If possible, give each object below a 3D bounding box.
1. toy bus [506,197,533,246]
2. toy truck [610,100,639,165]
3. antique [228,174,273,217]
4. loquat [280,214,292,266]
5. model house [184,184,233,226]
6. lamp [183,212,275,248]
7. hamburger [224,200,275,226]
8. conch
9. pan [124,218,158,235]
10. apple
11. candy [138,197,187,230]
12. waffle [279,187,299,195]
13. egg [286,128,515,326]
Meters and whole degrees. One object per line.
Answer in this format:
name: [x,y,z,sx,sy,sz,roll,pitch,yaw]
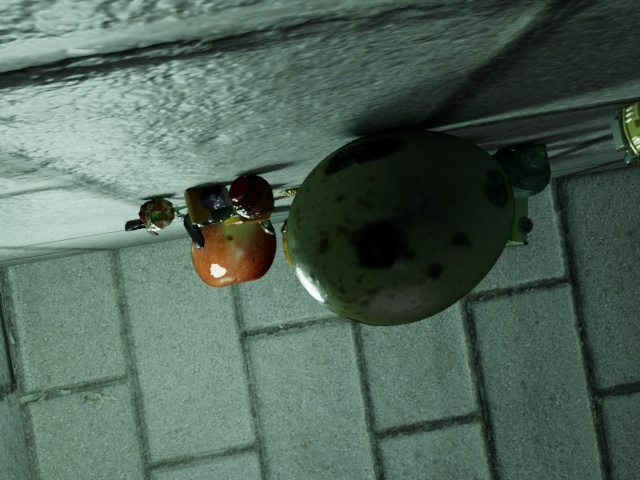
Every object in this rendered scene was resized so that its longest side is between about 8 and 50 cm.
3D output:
toy bus: [0.553,-0.122,2.055,0.165,0.276,0.134,3,175,-18]
toy truck: [0.743,-0.238,1.353,0.272,0.124,0.157,-6,169,-10]
antique: [-0.153,-0.098,1.506,0.104,0.104,0.104,-9,179,0]
loquat: [0.000,0.000,2.610,0.329,0.328,0.328,-9,179,0]
model house: [-0.272,-0.084,1.608,0.101,0.087,0.100,-13,180,7]
lamp: [-0.307,-0.075,2.218,0.283,0.124,0.203,-12,-160,-6]
hamburger: [-0.207,-0.091,1.878,0.137,0.087,0.166,-10,-179,-35]
conch: [0.535,-0.195,1.806,0.202,0.134,0.196,-17,-145,43]
pan: [-0.586,-0.047,2.249,0.115,0.040,0.212,-10,172,2]
apple: [-0.342,0.037,2.655,0.349,0.276,0.348,-9,179,0]
candy: [-0.387,-0.081,1.763,0.084,0.078,0.288,-13,-174,15]
waffle: [-0.085,-0.145,2.001,0.078,0.016,0.085,-4,176,-34]
egg: [0.149,-0.029,1.203,0.428,0.345,0.345,-20,-179,-7]
